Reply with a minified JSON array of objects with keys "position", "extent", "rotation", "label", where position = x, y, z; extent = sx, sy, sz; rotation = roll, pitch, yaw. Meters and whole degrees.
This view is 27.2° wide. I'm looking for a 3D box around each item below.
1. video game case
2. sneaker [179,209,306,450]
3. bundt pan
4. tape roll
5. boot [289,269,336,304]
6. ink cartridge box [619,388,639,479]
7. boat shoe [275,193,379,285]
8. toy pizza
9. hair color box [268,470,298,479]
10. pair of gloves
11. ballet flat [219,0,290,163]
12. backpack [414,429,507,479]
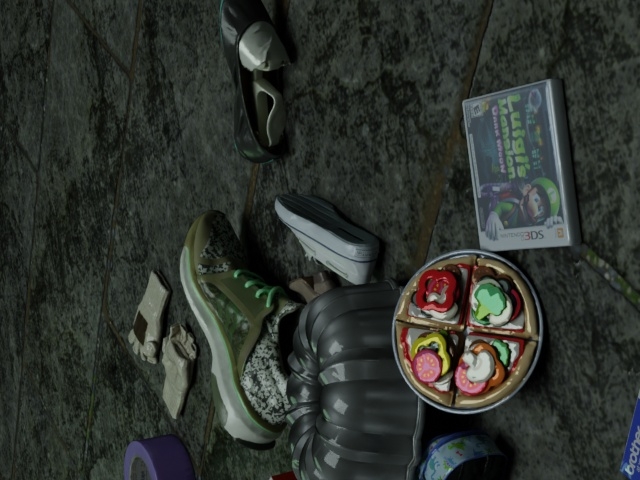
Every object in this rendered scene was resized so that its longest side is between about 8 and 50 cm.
[{"position":[0.234,-0.084,1.556],"extent":[0.173,0.022,0.190],"rotation":[-6,91,61],"label":"video game case"},{"position":[-0.092,0.119,2.120],"extent":[0.182,0.158,0.410],"rotation":[-30,65,26],"label":"sneaker"},{"position":[0.033,0.212,1.786],"extent":[0.331,0.124,0.331],"rotation":[-177,90,-75],"label":"bundt pan"},{"position":[-0.318,0.482,2.610],"extent":[0.189,0.080,0.189],"rotation":[19,112,58],"label":"tape roll"},{"position":[-0.007,0.095,2.007],"extent":[0.118,0.042,0.087],"rotation":[-23,79,60],"label":"boot"},{"position":[0.372,0.171,1.344],"extent":[0.097,0.046,0.207],"rotation":[42,132,51],"label":"ink cartridge box"},{"position":[0.000,0.000,1.928],"extent":[0.226,0.083,0.076],"rotation":[37,126,51],"label":"boat shoe"},{"position":[0.172,0.109,1.598],"extent":[0.201,0.032,0.201],"rotation":[-6,78,30],"label":"toy pizza"},{"position":[-0.066,0.467,2.186],"extent":[0.093,0.053,0.167],"rotation":[61,143,32],"label":"hair color box"},{"position":[-0.308,0.204,2.568],"extent":[0.240,0.042,0.204],"rotation":[58,143,35],"label":"pair of gloves"},{"position":[-0.089,-0.252,2.035],"extent":[0.096,0.095,0.280],"rotation":[21,125,47],"label":"ballet flat"},{"position":[0.173,0.289,1.665],"extent":[0.084,0.105,0.114],"rotation":[56,141,41],"label":"backpack"}]
